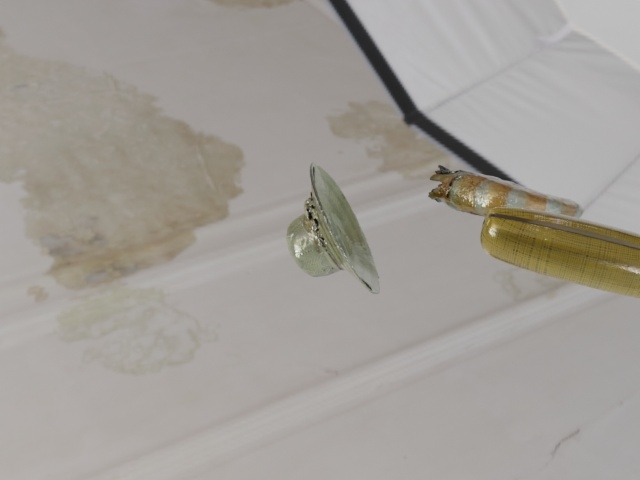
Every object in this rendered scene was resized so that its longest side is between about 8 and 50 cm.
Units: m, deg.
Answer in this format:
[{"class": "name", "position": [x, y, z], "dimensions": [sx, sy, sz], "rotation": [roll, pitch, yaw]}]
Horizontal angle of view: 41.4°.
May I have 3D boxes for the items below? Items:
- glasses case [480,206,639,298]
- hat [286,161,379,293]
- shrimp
[{"class": "glasses case", "position": [0.300, 0.015, 0.970], "dimensions": [0.234, 0.079, 0.064], "rotation": [15, -119, 13]}, {"class": "hat", "position": [0.000, 0.000, 1.440], "dimensions": [0.110, 0.252, 0.252], "rotation": [-27, -142, 12]}, {"class": "shrimp", "position": [0.343, -0.069, 1.421], "dimensions": [0.287, 0.068, 0.185], "rotation": [3, -167, -22]}]
